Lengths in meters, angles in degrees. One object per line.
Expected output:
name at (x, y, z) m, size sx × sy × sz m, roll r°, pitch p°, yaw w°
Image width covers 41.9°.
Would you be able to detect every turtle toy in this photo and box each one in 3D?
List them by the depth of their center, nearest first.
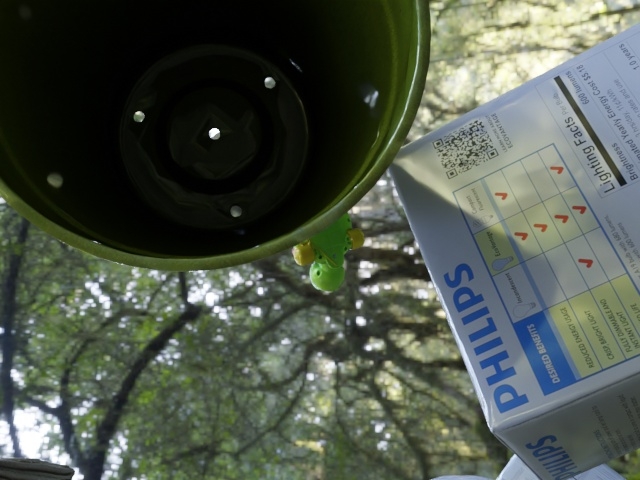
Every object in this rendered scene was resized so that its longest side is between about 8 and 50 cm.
turtle toy at (0.000, 0.000, 1.028) m, size 0.095 × 0.066 × 0.130 m, roll -17°, pitch -87°, yaw -23°

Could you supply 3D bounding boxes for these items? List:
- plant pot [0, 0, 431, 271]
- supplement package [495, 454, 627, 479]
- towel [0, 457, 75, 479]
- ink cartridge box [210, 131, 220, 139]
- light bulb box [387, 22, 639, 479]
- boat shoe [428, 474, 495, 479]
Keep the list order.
plant pot at (-0.111, -0.141, 0.790) m, size 0.353 × 0.366 × 0.367 m, roll 122°, pitch 148°, yaw -83°
supplement package at (0.327, 0.388, 1.212) m, size 0.203 × 0.149 × 0.194 m, roll -53°, pitch -24°, yaw -3°
towel at (-0.442, 0.304, 0.997) m, size 0.187 × 0.282 × 0.049 m, roll 30°, pitch -136°, yaw -47°
ink cartridge box at (-0.053, -0.134, 1.281) m, size 0.193 × 0.234 × 0.088 m, roll -48°, pitch -49°, yaw -60°
light bulb box at (0.309, 0.008, 0.881) m, size 0.225 × 0.360 × 0.358 m, roll 47°, pitch -160°, yaw -51°
boat shoe at (0.055, 0.208, 0.496) m, size 0.084 × 0.258 × 0.095 m, roll 37°, pitch -128°, yaw -16°
